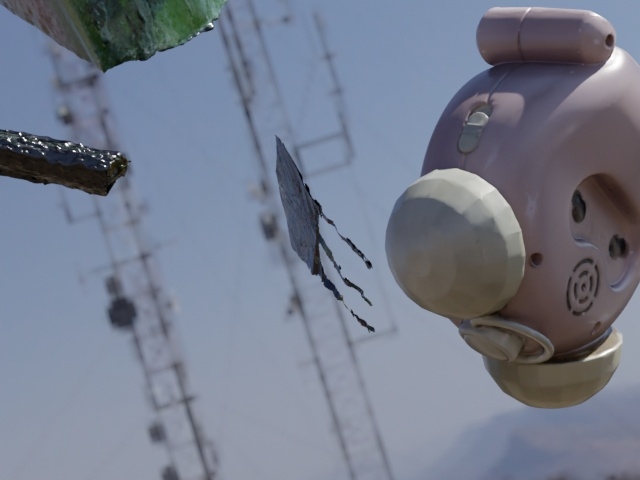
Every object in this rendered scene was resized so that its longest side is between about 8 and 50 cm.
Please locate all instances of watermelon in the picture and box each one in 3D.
[{"bbox_3d":[-0.269,-0.340,2.248,0.302,0.151,0.264,25,41,29],"label":"watermelon"}]

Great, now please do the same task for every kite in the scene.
[{"bbox_3d":[0.000,0.000,2.125,0.015,0.152,0.285,-18,32,-15],"label":"kite"}]

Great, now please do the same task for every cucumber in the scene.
[{"bbox_3d":[-0.285,-0.084,1.988,0.182,0.053,0.053,13,-16,-15],"label":"cucumber"}]

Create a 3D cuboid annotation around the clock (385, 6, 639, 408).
[{"bbox_3d":[0.222,-0.025,1.940,0.184,0.325,0.342,10,-25,46],"label":"clock"}]
